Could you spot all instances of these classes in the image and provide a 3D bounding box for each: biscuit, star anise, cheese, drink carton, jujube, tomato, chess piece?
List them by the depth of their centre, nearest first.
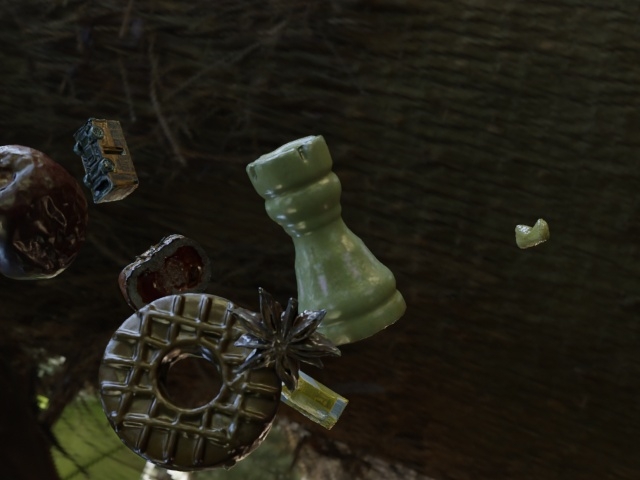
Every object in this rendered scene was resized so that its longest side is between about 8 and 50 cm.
[{"bbox_3d":[-0.446,-0.036,1.504,0.243,0.183,0.183,97,-162,-66],"label":"jujube"},{"bbox_3d":[-0.056,0.161,1.616,0.065,0.182,0.195,-56,-36,-63],"label":"star anise"},{"bbox_3d":[0.363,-0.013,1.690,0.083,0.030,0.044,148,106,-68],"label":"cheese"},{"bbox_3d":[-0.227,0.246,1.743,0.103,0.332,0.332,98,-162,-67],"label":"biscuit"},{"bbox_3d":[-0.043,0.326,2.136,0.074,0.200,0.084,-58,-3,-25],"label":"drink carton"},{"bbox_3d":[0.000,0.000,2.187,0.442,0.234,0.234,66,-153,-10],"label":"chess piece"},{"bbox_3d":[-0.380,0.079,2.365,0.214,0.181,0.155,-35,20,-13],"label":"tomato"}]

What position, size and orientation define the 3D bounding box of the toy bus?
[{"bbox_3d":[-0.487,-0.180,2.258,0.103,0.182,0.091,-2,-25,-47],"label":"toy bus"}]
